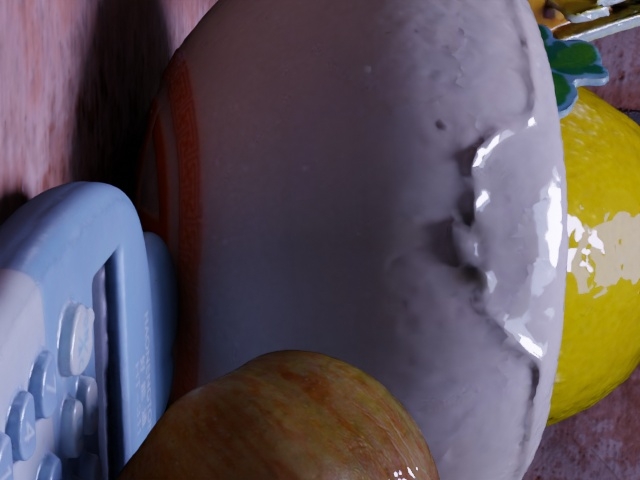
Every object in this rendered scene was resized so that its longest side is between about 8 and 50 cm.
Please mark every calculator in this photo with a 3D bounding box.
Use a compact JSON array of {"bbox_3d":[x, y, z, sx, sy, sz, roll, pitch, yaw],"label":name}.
[{"bbox_3d":[-0.096,0.082,0.640,0.303,0.042,0.188,-71,161,-70],"label":"calculator"}]

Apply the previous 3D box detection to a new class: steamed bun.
[{"bbox_3d":[0.000,0.000,0.854,0.283,0.177,0.283,179,-90,-82],"label":"steamed bun"}]

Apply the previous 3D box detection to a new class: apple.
[{"bbox_3d":[-0.019,0.103,0.641,0.126,0.102,0.126,-45,166,-14],"label":"apple"}]

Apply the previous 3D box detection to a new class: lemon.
[{"bbox_3d":[0.153,0.007,1.584,0.364,0.364,0.364,2,90,-84],"label":"lemon"}]

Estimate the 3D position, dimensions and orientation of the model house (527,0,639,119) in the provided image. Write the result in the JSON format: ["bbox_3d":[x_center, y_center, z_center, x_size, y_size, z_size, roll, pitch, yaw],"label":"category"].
[{"bbox_3d":[0.124,-0.232,1.397,0.358,0.312,0.242,-76,165,-58],"label":"model house"}]

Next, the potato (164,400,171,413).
[{"bbox_3d":[-0.023,0.129,1.070,0.299,0.116,0.239,84,14,-45],"label":"potato"}]
